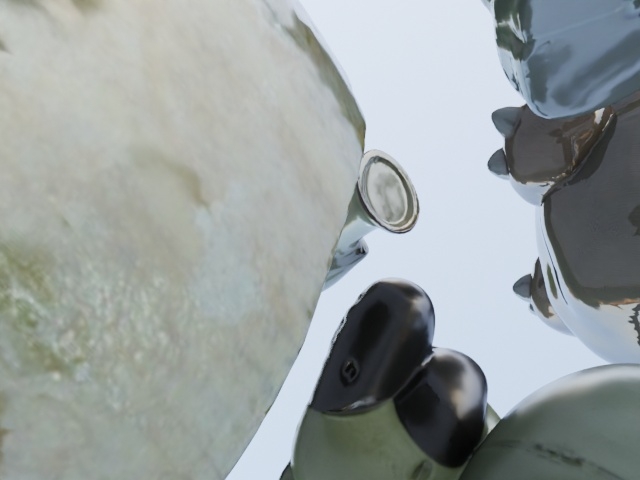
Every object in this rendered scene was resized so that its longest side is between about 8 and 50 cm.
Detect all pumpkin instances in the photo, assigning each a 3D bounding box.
[{"bbox_3d":[-0.140,0.011,0.428,0.332,0.199,0.332,-42,-167,12],"label":"pumpkin"}]

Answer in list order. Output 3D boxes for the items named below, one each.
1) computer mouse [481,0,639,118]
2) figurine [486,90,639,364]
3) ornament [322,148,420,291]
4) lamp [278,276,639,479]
[{"bbox_3d":[0.222,-0.178,0.745,0.331,0.197,0.095,-34,-126,-17],"label":"computer mouse"},{"bbox_3d":[0.308,-0.008,1.008,0.381,0.248,0.203,0,-128,16],"label":"figurine"},{"bbox_3d":[0.000,0.000,1.112,0.156,0.081,0.075,-35,-142,38],"label":"ornament"},{"bbox_3d":[0.106,0.129,0.663,0.244,0.198,0.197,32,-86,24],"label":"lamp"}]
